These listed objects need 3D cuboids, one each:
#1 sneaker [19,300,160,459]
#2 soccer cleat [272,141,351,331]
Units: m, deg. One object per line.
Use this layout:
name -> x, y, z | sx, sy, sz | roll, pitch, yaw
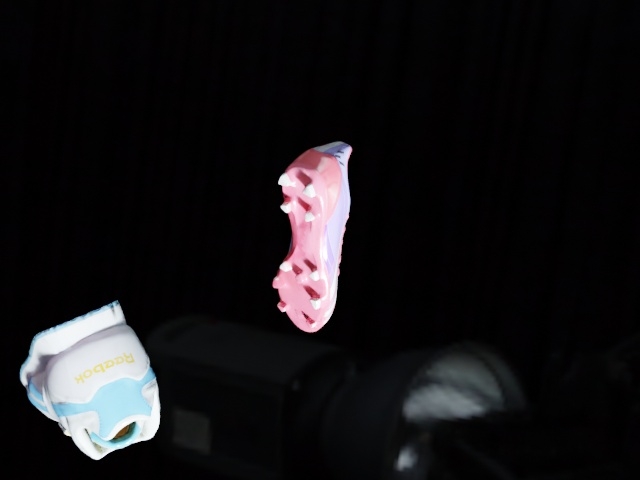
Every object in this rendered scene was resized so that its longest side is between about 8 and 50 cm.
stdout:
sneaker -> -0.169, 0.118, 1.068 | 0.087, 0.092, 0.229 | -23, 170, -13
soccer cleat -> 0.000, 0.000, 1.661 | 0.083, 0.248, 0.095 | 27, -135, 31
